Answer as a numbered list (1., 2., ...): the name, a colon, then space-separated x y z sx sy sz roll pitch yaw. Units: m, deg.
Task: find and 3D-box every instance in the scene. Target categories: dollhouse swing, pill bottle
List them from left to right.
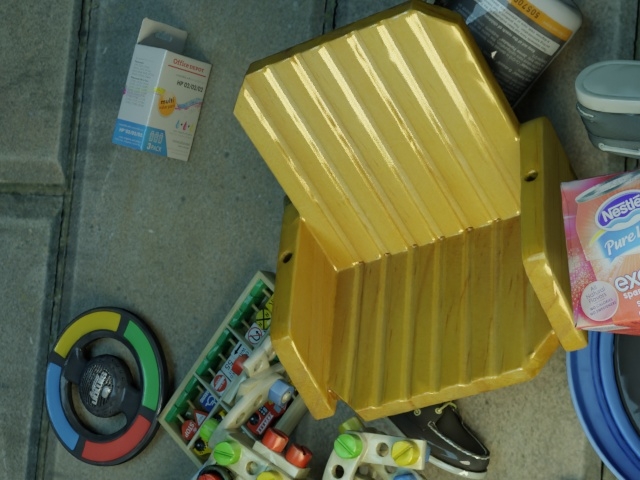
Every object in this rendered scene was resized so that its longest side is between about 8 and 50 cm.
1. dollhouse swing: 0.074 -0.028 1.598 0.347 0.305 0.315 -17 46 27
2. pill bottle: 0.171 -0.209 1.739 0.278 0.162 0.162 -51 61 18

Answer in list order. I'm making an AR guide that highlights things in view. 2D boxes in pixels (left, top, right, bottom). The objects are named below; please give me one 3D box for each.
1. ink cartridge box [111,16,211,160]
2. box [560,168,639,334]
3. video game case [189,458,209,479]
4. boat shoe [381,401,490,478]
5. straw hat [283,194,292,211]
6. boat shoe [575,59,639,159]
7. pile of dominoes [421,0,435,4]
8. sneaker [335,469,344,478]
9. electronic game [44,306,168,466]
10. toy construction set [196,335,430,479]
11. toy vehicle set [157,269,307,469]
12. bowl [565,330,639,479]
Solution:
1. ink cartridge box: -0.217 -0.211 2.028 0.062 0.104 0.181 16 94 33
2. box: 0.367 0.016 1.408 0.154 0.300 0.142 -10 80 33
3. video game case: -0.108 0.401 1.907 0.212 0.023 0.193 46 110 14
4. boat shoe: 0.122 0.208 1.770 0.228 0.081 0.068 34 107 34
5. straw hat: 0.000 0.000 1.881 0.061 0.144 0.144 -15 72 -11
6. boat shoe: 0.440 -0.124 1.611 0.319 0.116 0.099 14 135 27
7. pile of dominoes: 0.122 -0.313 1.744 0.040 0.251 0.196 37 108 -6
8. sneaker: 0.028 0.385 1.809 0.086 0.064 0.192 13 60 10
9. electronic game: -0.310 0.209 2.076 0.229 0.048 0.229 -4 82 33
10. toy construction set: -0.027 0.255 1.756 0.328 0.151 0.215 35 101 39
11. toy vehicle set: -0.094 0.195 1.942 0.166 0.035 0.267 43 108 29
12. bowl: 0.461 0.120 1.561 0.391 0.077 0.391 -4 83 33
